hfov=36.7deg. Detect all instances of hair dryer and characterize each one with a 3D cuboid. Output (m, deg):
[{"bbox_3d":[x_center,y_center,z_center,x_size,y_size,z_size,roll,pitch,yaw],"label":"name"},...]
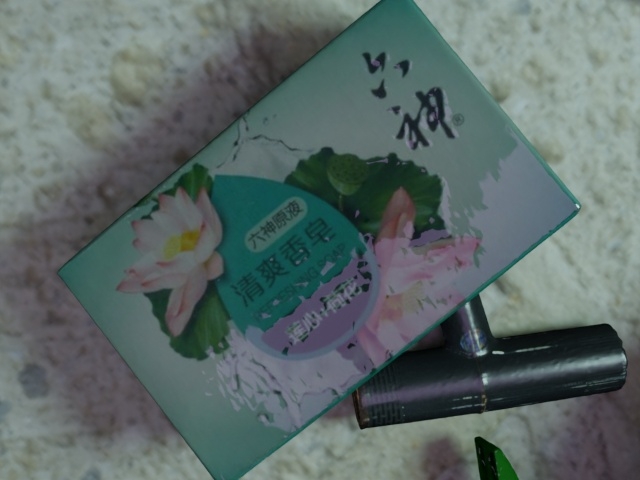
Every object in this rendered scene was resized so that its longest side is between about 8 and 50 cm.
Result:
[{"bbox_3d":[0.098,0.013,0.605,0.173,0.050,0.195,-7,98,-6],"label":"hair dryer"}]

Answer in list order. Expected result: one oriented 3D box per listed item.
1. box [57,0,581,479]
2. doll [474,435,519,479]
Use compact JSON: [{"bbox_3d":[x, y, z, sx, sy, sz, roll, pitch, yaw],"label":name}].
[{"bbox_3d":[0.000,0.000,0.542,0.245,0.092,0.153,-40,86,7],"label":"box"},{"bbox_3d":[0.167,0.220,0.618,0.186,0.106,0.134,20,85,-9],"label":"doll"}]
